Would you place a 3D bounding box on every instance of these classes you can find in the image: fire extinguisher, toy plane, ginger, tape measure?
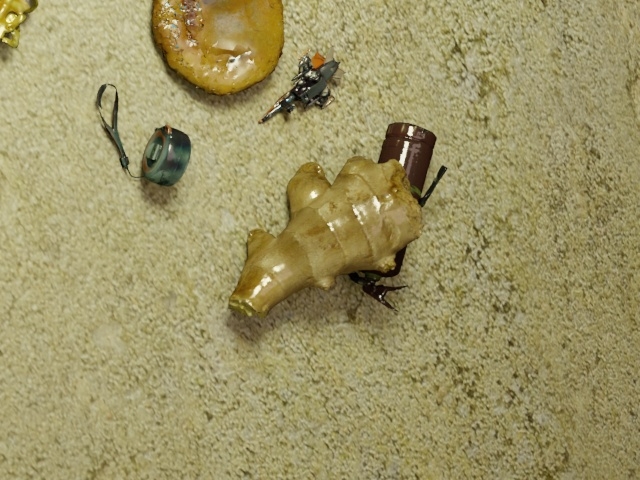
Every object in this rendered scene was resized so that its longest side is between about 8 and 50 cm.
[{"bbox_3d":[0.141,-0.042,2.067,0.105,0.141,0.341,37,66,-66],"label":"fire extinguisher"},{"bbox_3d":[-0.032,-0.265,1.992,0.188,0.062,0.135,-47,140,-17],"label":"toy plane"},{"bbox_3d":[-0.011,-0.023,1.944,0.375,0.166,0.236,-20,87,-16],"label":"ginger"},{"bbox_3d":[-0.297,-0.167,1.814,0.180,0.107,0.104,38,78,-29],"label":"tape measure"}]

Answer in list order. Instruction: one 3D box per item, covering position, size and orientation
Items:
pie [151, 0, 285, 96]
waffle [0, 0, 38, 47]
[{"bbox_3d":[-0.169,-0.383,1.901,0.273,0.069,0.273,-1,91,-31],"label":"pie"},{"bbox_3d":[-0.570,-0.396,1.668,0.329,0.062,0.329,0,91,-30],"label":"waffle"}]
